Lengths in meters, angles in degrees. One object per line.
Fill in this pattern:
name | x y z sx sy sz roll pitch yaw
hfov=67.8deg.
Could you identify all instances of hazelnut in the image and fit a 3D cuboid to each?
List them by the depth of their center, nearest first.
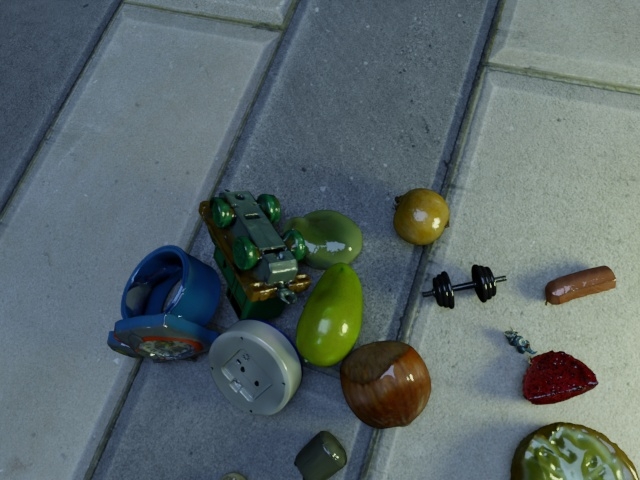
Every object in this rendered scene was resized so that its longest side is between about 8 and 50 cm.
hazelnut | 0.154 0.334 1.113 0.214 0.176 0.215 4 99 25

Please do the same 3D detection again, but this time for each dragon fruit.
dragon fruit | 0.540 0.318 1.106 0.162 0.083 0.107 -21 47 13

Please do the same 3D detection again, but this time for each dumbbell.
dumbbell | 0.358 0.115 1.190 0.208 0.099 0.099 -12 69 5

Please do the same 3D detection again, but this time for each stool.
stool | 0.000 0.511 1.116 0.110 0.096 0.096 -42 69 0

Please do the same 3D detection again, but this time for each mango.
mango | 0.029 0.189 1.171 0.148 0.186 0.273 16 37 6

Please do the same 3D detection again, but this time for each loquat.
loquat | 0.261 -0.063 1.249 0.163 0.137 0.163 -2 83 19

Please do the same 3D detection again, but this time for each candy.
candy | 0.537 0.520 1.011 0.259 0.118 0.260 -3 68 7

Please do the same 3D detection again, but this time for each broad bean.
broad bean | 0.000 0.000 1.294 0.227 0.100 0.170 -13 75 3

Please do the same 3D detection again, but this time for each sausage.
sausage | 0.626 0.113 1.169 0.169 0.065 0.065 -17 69 4

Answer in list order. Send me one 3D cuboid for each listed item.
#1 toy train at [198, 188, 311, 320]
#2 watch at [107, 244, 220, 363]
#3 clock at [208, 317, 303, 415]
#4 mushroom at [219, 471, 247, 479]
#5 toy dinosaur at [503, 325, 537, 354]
toy train | -0.183 0.036 1.245 0.178 0.249 0.429 -9 46 -35
watch | -0.417 0.172 1.258 0.304 0.241 0.275 -15 57 25
clock | -0.160 0.308 1.155 0.230 0.083 0.231 10 112 24
mushroom | -0.212 0.597 1.128 0.085 0.079 0.085 -4 74 13
toy dinosaur | 0.481 0.246 1.151 0.030 0.047 0.083 -43 68 -8
